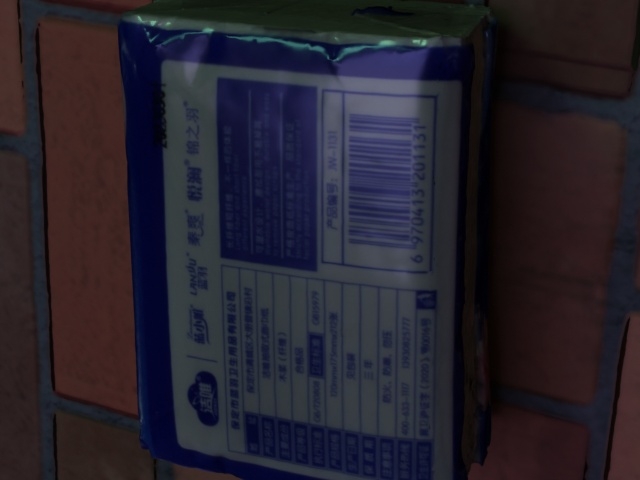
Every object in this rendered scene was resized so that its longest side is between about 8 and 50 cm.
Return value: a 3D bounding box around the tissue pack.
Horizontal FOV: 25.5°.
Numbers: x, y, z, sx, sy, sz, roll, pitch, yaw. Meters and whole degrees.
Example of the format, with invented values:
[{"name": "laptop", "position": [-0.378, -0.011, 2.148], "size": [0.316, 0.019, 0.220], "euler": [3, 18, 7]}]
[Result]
[{"name": "tissue pack", "position": [0.000, 0.000, 0.800], "size": [0.209, 0.137, 0.269], "euler": [7, 109, 25]}]
